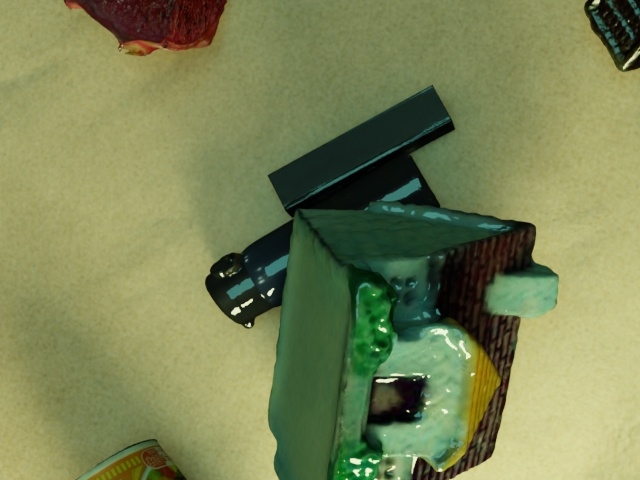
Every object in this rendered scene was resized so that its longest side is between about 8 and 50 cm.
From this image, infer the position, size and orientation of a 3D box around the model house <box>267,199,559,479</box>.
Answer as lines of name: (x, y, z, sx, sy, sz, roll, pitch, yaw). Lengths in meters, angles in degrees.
model house: (0.102, 0.125, 1.542, 0.248, 0.230, 0.281, 2, 110, -17)

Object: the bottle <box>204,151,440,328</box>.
bottle: (0.000, 0.000, 1.640, 0.244, 0.072, 0.082, -32, 125, 5)

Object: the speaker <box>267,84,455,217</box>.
speaker: (0.041, -0.091, 1.656, 0.191, 0.040, 0.046, -29, 76, 5)

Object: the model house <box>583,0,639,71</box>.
model house: (0.351, -0.218, 1.595, 0.152, 0.106, 0.165, -31, 79, 2)

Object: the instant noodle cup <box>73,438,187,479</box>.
instant noodle cup: (-0.165, 0.305, 1.610, 0.168, 0.168, 0.185, -34, 75, 4)

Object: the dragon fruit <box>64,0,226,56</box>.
dragon fruit: (-0.177, -0.306, 1.665, 0.161, 0.126, 0.274, 7, 78, 17)
